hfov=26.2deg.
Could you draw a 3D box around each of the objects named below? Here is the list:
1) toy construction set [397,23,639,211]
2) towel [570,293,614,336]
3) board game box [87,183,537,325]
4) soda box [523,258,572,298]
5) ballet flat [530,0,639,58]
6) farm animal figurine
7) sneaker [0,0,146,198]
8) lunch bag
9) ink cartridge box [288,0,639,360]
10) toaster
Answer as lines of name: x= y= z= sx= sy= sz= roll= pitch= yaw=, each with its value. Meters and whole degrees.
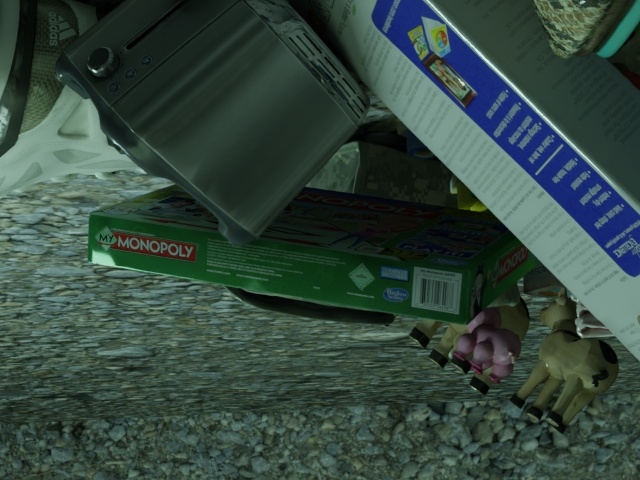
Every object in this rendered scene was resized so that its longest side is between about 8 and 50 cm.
toy construction set: x=0.207 y=-0.105 z=1.096 sx=0.215 sy=0.151 sz=0.328 roll=5 pitch=176 yaw=-13
towel: x=0.390 y=-0.030 z=1.155 sx=0.317 sy=0.053 sz=0.332 roll=-5 pitch=-152 yaw=23
board game box: x=0.000 y=0.000 z=1.131 sx=0.317 sy=0.046 sz=0.213 roll=8 pitch=-165 yaw=21
soda box: x=0.355 y=0.047 z=1.804 sx=0.183 sy=0.063 sz=0.058 roll=9 pitch=163 yaw=-29
ballet flat: x=0.156 y=-0.247 z=0.568 sx=0.182 sy=0.164 sz=0.483 roll=25 pitch=155 yaw=-7
farm animal figurine: x=0.212 y=0.084 z=1.683 sx=0.330 sy=0.172 sz=0.327 roll=35 pitch=173 yaw=11
sneaker: x=-0.236 y=-0.069 z=1.175 sx=0.258 sy=0.169 sz=0.447 roll=10 pitch=161 yaw=-25
lunch bag: x=0.029 y=0.001 z=1.451 sx=0.235 sy=0.168 sz=0.287 roll=9 pitch=170 yaw=-39
ink cartridge box: x=0.130 y=-0.075 z=0.879 sx=0.069 sy=0.371 sz=0.176 roll=-40 pitch=174 yaw=-15
toaster: x=-0.064 y=-0.099 z=0.963 sx=0.146 sy=0.129 sz=0.227 roll=-43 pitch=143 yaw=3
